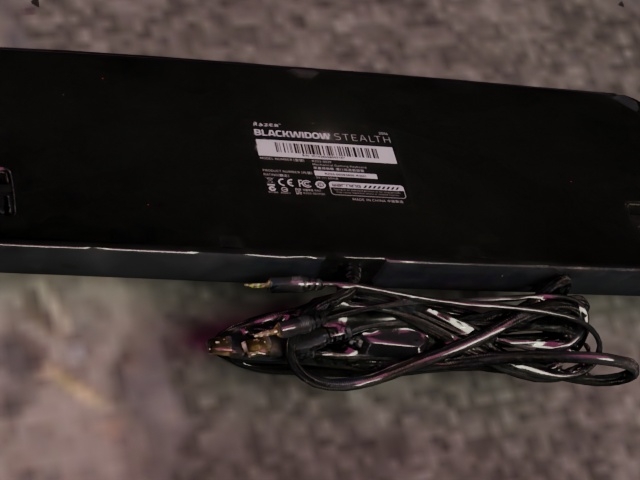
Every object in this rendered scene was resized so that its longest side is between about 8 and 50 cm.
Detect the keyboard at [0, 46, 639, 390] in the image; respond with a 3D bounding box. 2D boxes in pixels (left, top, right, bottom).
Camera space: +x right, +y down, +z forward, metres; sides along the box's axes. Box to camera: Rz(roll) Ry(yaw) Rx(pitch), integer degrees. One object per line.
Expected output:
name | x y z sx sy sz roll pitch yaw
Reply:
keyboard | 0.000 0.000 0.352 0.192 0.038 0.100 2 43 -15
